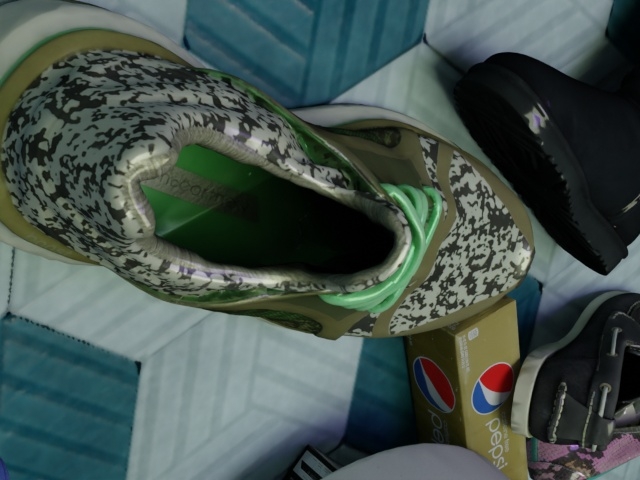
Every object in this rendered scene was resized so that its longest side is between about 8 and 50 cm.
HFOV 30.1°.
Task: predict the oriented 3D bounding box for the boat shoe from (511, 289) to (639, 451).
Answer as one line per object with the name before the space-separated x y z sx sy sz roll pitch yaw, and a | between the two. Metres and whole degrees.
boat shoe | 0.223 0.099 0.906 0.233 0.079 0.084 -25 118 -55

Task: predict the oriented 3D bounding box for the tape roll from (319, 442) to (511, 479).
tape roll | 0.050 0.282 0.812 0.286 0.100 0.286 -17 126 -25

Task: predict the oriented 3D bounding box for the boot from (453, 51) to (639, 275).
boot | 0.213 -0.110 0.818 0.207 0.094 0.246 -50 139 -3

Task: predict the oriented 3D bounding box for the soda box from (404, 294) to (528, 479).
soda box | 0.107 0.116 0.869 0.058 0.061 0.181 -28 126 -26

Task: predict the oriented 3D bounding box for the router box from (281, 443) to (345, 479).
router box | 0.015 0.241 0.868 0.133 0.046 0.179 -54 132 -2

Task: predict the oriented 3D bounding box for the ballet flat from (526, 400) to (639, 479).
ballet flat | 0.259 0.149 1.006 0.222 0.077 0.079 -8 96 -35

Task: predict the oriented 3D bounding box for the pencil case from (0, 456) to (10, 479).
pencil case | -0.280 0.087 0.510 0.306 0.119 0.133 41 60 -42

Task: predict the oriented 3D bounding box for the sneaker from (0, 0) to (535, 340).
sneaker | 0.000 0.000 0.647 0.410 0.182 0.158 12 103 -41
